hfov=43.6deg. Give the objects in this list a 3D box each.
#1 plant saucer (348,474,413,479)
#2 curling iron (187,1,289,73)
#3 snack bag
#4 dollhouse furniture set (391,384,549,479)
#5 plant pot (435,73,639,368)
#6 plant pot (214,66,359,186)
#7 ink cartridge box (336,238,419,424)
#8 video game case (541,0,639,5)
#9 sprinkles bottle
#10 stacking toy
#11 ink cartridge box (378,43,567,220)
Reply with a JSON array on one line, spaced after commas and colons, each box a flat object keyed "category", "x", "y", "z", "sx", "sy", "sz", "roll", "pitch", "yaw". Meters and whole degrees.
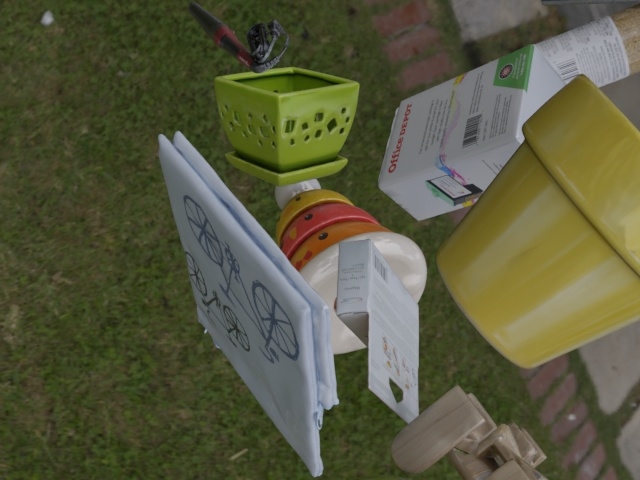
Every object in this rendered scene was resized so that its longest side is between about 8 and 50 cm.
[{"category": "plant saucer", "x": 0.116, "y": 0.385, "z": 1.055, "sx": 0.241, "sy": 0.241, "sz": 0.037, "roll": 53, "pitch": 41, "yaw": -19}, {"category": "curling iron", "x": -0.122, "y": -0.288, "z": 1.098, "sx": 0.068, "sy": 0.274, "sz": 0.035, "roll": -49, "pitch": 130, "yaw": -1}, {"category": "snack bag", "x": -0.080, "y": 0.085, "z": 0.926, "sx": 0.037, "sy": 0.323, "sz": 0.342, "roll": -27, "pitch": 140, "yaw": -22}, {"category": "dollhouse furniture set", "x": 0.280, "y": 0.479, "z": 1.223, "sx": 0.394, "sy": 0.256, "sz": 0.362, "roll": 54, "pitch": 9, "yaw": 35}, {"category": "plant pot", "x": 0.259, "y": -0.001, "z": 0.830, "sx": 0.254, "sy": 0.239, "sz": 0.254, "roll": 41, "pitch": 22, "yaw": -20}, {"category": "plant pot", "x": -0.074, "y": -0.242, "z": 1.698, "sx": 0.227, "sy": 0.228, "sz": 0.207, "roll": -18, "pitch": 121, "yaw": -38}, {"category": "ink cartridge box", "x": 0.098, "y": 0.163, "z": 1.288, "sx": 0.275, "sy": 0.060, "sz": 0.239, "roll": 50, "pitch": 38, "yaw": -55}, {"category": "video game case", "x": 0.493, "y": -0.554, "z": 1.350, "sx": 0.036, "sy": 0.329, "sz": 0.300, "roll": -27, "pitch": 116, "yaw": -27}, {"category": "sprinkles bottle", "x": 0.483, "y": -0.328, "z": 1.424, "sx": 0.121, "sy": 0.355, "sz": 0.121, "roll": -20, "pitch": 90, "yaw": -77}, {"category": "stacking toy", "x": 0.000, "y": 0.000, "z": 1.894, "sx": 0.351, "sy": 0.350, "sz": 0.480, "roll": 15, "pitch": 29, "yaw": -39}, {"category": "ink cartridge box", "x": 0.249, "y": -0.170, "z": 1.320, "sx": 0.117, "sy": 0.278, "sz": 0.201, "roll": 38, "pitch": 54, "yaw": -31}]
